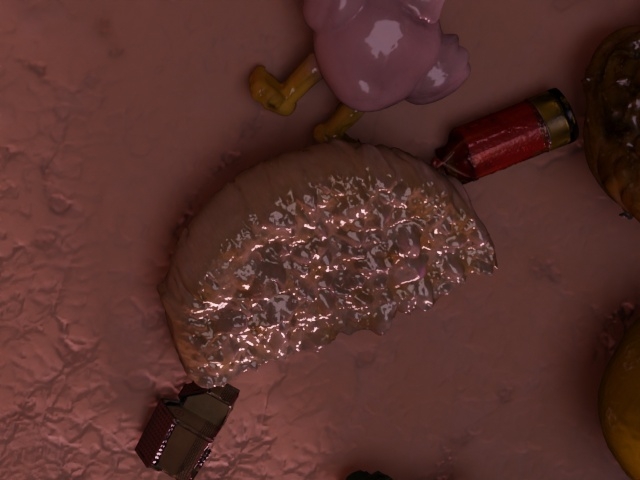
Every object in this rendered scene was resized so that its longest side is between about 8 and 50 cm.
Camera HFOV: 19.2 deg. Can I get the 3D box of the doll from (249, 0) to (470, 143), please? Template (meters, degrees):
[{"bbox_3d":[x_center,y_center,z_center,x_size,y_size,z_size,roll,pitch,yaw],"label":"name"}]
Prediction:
[{"bbox_3d":[0.101,-0.221,1.513,0.160,0.094,0.365,34,102,-24],"label":"doll"}]

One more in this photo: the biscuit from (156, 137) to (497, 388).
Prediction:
[{"bbox_3d":[0.000,0.000,1.558,0.281,0.084,0.179,-19,126,-8],"label":"biscuit"}]

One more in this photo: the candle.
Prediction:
[{"bbox_3d":[0.152,-0.084,1.613,0.131,0.052,0.052,-23,111,-9],"label":"candle"}]

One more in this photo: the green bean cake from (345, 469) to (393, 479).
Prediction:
[{"bbox_3d":[0.131,0.282,1.684,0.208,0.107,0.193,-13,106,-14],"label":"green bean cake"}]

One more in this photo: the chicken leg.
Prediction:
[{"bbox_3d":[0.386,-0.012,1.607,0.429,0.201,0.153,42,121,-5],"label":"chicken leg"}]

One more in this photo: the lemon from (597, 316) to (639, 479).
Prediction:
[{"bbox_3d":[0.343,0.152,1.674,0.184,0.184,0.248,-37,124,-4],"label":"lemon"}]

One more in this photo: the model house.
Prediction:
[{"bbox_3d":[-0.114,0.155,1.604,0.058,0.057,0.083,28,117,3],"label":"model house"}]
